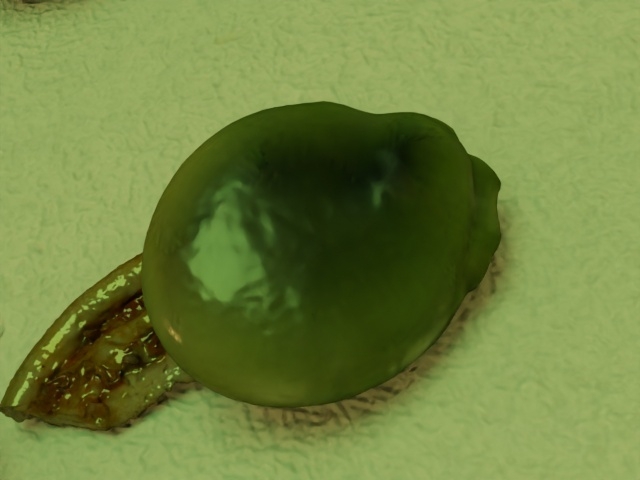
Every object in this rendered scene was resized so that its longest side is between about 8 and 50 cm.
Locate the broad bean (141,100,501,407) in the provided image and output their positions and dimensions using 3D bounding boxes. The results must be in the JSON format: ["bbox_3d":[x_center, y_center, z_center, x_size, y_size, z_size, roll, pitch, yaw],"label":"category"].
[{"bbox_3d":[0.000,0.000,0.951,0.291,0.119,0.238,-33,74,-17],"label":"broad bean"}]

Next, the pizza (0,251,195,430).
[{"bbox_3d":[-0.144,0.072,1.021,0.271,0.056,0.134,-27,47,1],"label":"pizza"}]
